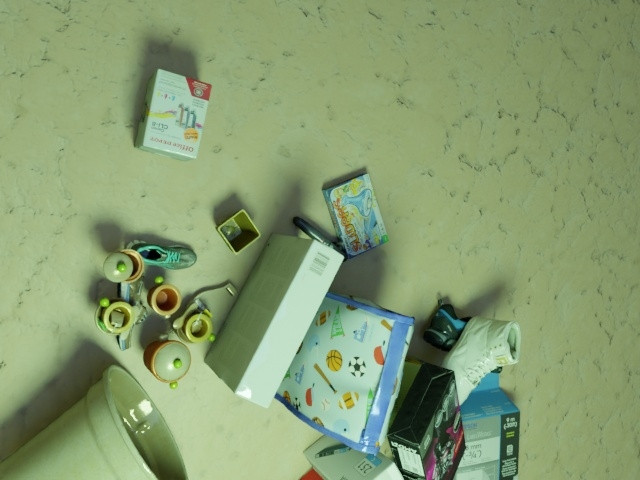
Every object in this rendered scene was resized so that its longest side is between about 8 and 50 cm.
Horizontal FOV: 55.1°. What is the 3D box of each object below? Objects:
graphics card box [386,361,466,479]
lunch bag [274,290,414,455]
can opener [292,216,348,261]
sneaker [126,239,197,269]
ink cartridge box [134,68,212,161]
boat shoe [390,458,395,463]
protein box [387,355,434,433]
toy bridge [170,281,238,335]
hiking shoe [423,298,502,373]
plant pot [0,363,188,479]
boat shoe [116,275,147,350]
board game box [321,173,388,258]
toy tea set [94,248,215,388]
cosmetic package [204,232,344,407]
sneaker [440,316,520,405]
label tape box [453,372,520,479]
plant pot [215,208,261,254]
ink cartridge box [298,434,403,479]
[{"bbox_3d":[0.282,0.518,1.575,0.233,0.094,0.371,-52,139,-36],"label":"graphics card box"},{"bbox_3d":[0.075,0.304,1.507,0.238,0.385,0.328,17,86,-24],"label":"lunch bag"},{"bbox_3d":[0.000,0.000,1.628,0.186,0.059,0.073,44,77,-21],"label":"can opener"},{"bbox_3d":[-0.371,0.040,1.451,0.166,0.076,0.065,7,92,-25],"label":"sneaker"},{"bbox_3d":[-0.341,-0.282,1.413,0.128,0.127,0.176,11,90,-25],"label":"ink cartridge box"},{"bbox_3d":[0.215,0.698,1.725,0.367,0.156,0.136,-9,98,-23],"label":"boat shoe"},{"bbox_3d":[0.202,0.424,1.710,0.199,0.136,0.201,16,88,-25],"label":"protein box"},{"bbox_3d":[-0.296,0.167,1.522,0.188,0.026,0.063,-41,107,-17],"label":"toy bridge"},{"bbox_3d":[0.450,0.298,1.829,0.304,0.113,0.132,33,75,-27],"label":"hiking shoe"},{"bbox_3d":[-0.500,0.490,1.320,0.305,0.334,0.334,-31,106,-7],"label":"plant pot"},{"bbox_3d":[-0.440,0.166,1.434,0.066,0.066,0.183,2,93,-26],"label":"boat shoe"},{"bbox_3d":[0.097,-0.067,1.680,0.136,0.035,0.201,-24,103,-21],"label":"board game box"},{"bbox_3d":[-0.373,0.171,1.373,0.336,0.124,0.200,49,64,-27],"label":"toy tea set"},{"bbox_3d":[-0.120,0.171,1.463,0.097,0.284,0.377,31,81,-25],"label":"cosmetic package"},{"bbox_3d":[0.437,0.331,1.665,0.108,0.169,0.293,43,64,-24],"label":"sneaker"},{"bbox_3d":[0.481,0.572,1.867,0.240,0.106,0.334,-2,95,-25],"label":"label tape box"},{"bbox_3d":[-0.211,-0.023,1.516,0.081,0.083,0.081,-39,107,-17],"label":"plant pot"},{"bbox_3d":[0.030,0.613,1.557,0.261,0.296,0.066,-35,107,-18],"label":"ink cartridge box"}]
